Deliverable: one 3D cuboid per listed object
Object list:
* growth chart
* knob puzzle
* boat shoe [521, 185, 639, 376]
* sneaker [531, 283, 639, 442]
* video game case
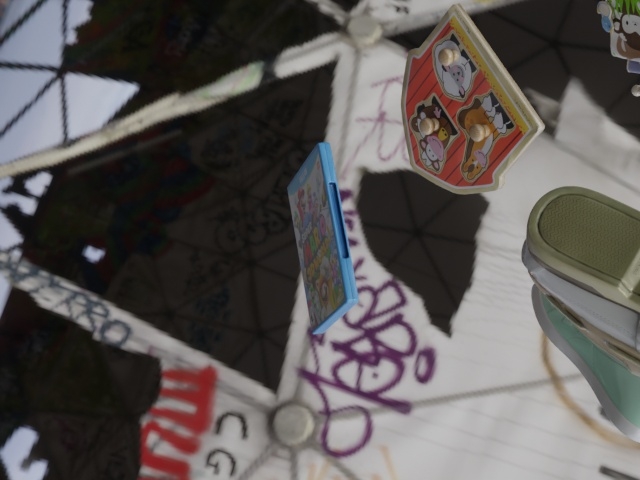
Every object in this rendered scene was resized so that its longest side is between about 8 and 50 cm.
[{"bbox_3d":[0.433,-0.294,1.397,0.021,0.237,0.172,-30,-164,-19],"label":"growth chart"},{"bbox_3d":[0.141,-0.133,1.147,0.213,0.030,0.213,30,-52,46],"label":"knob puzzle"},{"bbox_3d":[0.305,0.067,0.861,0.113,0.302,0.103,-44,155,-18],"label":"boat shoe"},{"bbox_3d":[0.355,0.094,1.214,0.151,0.094,0.256,-60,-142,27],"label":"sneaker"},{"bbox_3d":[0.000,0.000,1.055,0.119,0.015,0.166,130,-47,-64],"label":"video game case"}]
